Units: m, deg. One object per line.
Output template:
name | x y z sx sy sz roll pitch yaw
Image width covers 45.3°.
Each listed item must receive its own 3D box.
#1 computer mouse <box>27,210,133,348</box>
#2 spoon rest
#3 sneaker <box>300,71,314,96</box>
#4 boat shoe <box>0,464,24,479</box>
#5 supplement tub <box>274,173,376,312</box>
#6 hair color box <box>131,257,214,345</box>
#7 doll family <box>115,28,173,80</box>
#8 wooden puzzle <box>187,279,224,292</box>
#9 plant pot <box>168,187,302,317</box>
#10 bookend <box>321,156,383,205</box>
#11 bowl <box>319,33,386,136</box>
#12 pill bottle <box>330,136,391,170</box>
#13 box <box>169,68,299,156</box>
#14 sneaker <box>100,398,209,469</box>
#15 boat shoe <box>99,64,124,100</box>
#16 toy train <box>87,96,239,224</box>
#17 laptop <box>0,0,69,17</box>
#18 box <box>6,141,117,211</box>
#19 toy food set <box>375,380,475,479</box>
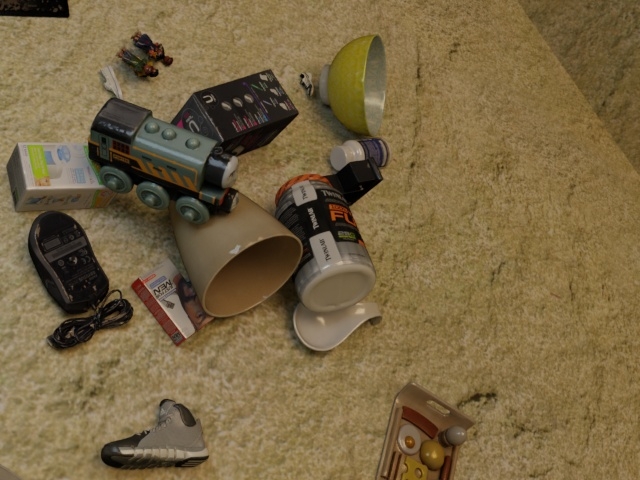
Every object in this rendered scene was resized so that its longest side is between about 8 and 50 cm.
computer mouse | -0.516 0.074 1.562 0.188 0.072 0.272 -26 94 -44
spoon rest | 0.049 0.192 1.887 0.276 0.084 0.137 -8 70 -39
sneaker | -0.041 -0.452 2.225 0.037 0.032 0.083 2 58 -20
boat shoe | -0.624 0.419 1.283 0.335 0.095 0.112 32 15 -22
supplement tub | 0.000 0.000 1.859 0.193 0.193 0.316 7 45 -33
hair color box | -0.322 0.133 1.673 0.167 0.053 0.093 53 47 -1
doll family | -0.432 -0.460 1.914 0.111 0.076 0.193 32 47 -11
wooden puzzle | -0.249 0.124 1.759 0.116 0.014 0.078 49 43 -3
plant pot | -0.222 -0.012 1.720 0.256 0.256 0.274 -15 54 -40
bookend | 0.055 -0.147 2.033 0.156 0.157 0.072 -12 73 -40
bowl | 0.086 -0.446 2.201 0.156 0.289 0.289 6 51 16
pill bottle | 0.112 -0.240 2.168 0.169 0.094 0.094 -12 73 -40
box | -0.217 -0.302 1.916 0.270 0.165 0.143 -29 85 -43
sneaker | -0.331 0.378 1.518 0.228 0.086 0.132 16 52 -41
boat shoe | -0.504 -0.374 1.844 0.035 0.035 0.100 -22 82 -14
toy train | -0.320 -0.160 1.565 0.334 0.190 0.142 22 53 4
laptop | -0.753 -0.658 1.834 0.234 0.136 0.264 -12 98 -39
box | -0.543 -0.136 1.629 0.203 0.103 0.114 -4 68 -37
toy food set | 0.265 0.524 1.850 0.219 0.092 0.306 34 50 -17
